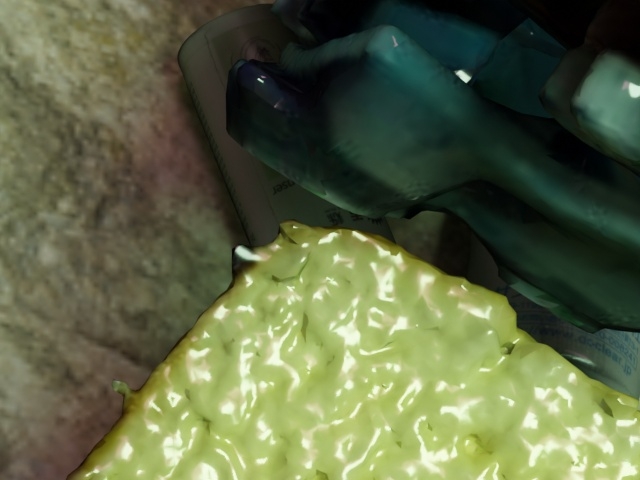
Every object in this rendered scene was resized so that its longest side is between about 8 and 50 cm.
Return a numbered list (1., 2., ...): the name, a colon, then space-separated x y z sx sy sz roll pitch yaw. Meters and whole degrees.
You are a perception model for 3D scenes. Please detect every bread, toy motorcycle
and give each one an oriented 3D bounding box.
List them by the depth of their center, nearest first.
1. bread: -0.027 0.166 0.508 0.194 0.179 0.340 37 81 6
2. toy motorcycle: 0.092 -0.051 0.537 0.232 0.416 0.172 34 89 -17

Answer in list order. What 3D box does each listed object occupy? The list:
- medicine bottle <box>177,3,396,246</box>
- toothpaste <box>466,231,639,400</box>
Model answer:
1. medicine bottle: 0.000 0.000 0.677 0.058 0.057 0.199 -13 71 -27
2. toothpaste: 0.110 -0.006 0.724 0.114 0.073 0.299 19 52 -4
